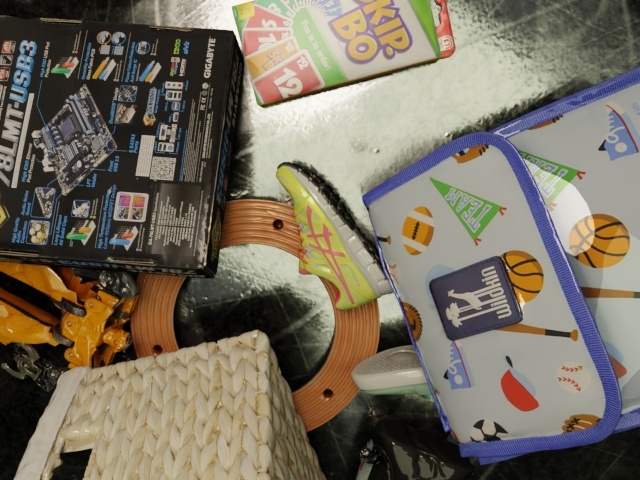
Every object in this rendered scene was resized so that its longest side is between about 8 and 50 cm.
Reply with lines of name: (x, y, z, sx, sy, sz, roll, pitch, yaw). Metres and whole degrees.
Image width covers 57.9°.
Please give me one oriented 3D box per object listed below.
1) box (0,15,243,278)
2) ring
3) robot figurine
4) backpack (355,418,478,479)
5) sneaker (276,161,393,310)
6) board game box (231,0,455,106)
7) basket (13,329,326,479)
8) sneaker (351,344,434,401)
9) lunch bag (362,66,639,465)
box: (-0.255, -0.113, 0.687, 0.293, 0.073, 0.296, 3, 77, 4)
ring: (-0.089, 0.110, 0.782, 0.336, 0.032, 0.337, 0, 99, 2)
robot figurine: (-0.366, 0.066, 0.749, 0.291, 0.085, 0.211, 26, 100, 5)
backpack: (0.110, 0.343, 0.767, 0.152, 0.115, 0.182, 21, 101, 11)
sneaker: (0.000, 0.000, 0.706, 0.094, 0.081, 0.208, -34, 94, 13)
board game box: (0.031, -0.259, 0.716, 0.259, 0.039, 0.124, -14, 99, 2)
basket: (-0.137, 0.334, 0.635, 0.266, 0.328, 0.331, -14, 120, 3)
sneaker: (0.169, 0.214, 0.743, 0.255, 0.094, 0.151, -3, 99, -6)
lunch bag: (0.271, 0.025, 0.624, 0.385, 0.239, 0.328, -21, 79, 9)
